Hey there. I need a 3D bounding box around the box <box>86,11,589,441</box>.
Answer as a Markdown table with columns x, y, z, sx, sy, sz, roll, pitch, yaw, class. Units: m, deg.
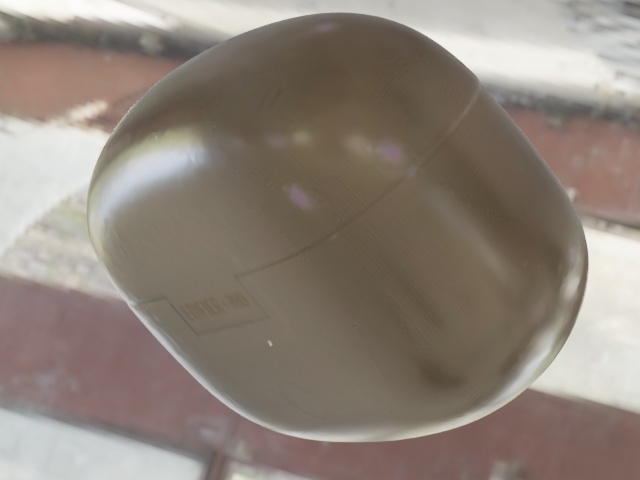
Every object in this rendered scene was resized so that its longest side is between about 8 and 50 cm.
| x | y | z | sx | sy | sz | roll | pitch | yaw | class |
| --- | --- | --- | --- | --- | --- | --- | --- | --- | --- |
| 0.000 | 0.000 | 0.608 | 0.146 | 0.088 | 0.200 | 50 | 153 | -11 | box |
